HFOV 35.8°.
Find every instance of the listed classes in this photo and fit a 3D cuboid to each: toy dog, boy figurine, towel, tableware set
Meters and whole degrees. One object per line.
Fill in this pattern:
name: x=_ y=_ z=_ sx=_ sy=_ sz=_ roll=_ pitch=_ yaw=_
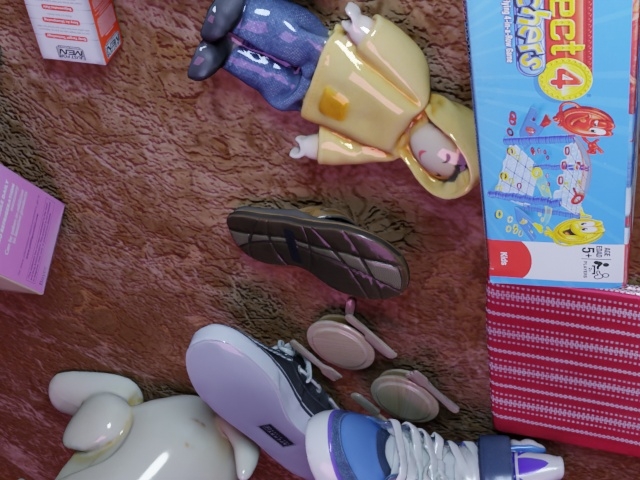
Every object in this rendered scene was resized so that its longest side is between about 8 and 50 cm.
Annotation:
toy dog: x=-0.271 y=0.423 z=1.348 sx=0.396 sy=0.407 sz=0.284 roll=-4 pitch=132 yaw=27
boy figurine: x=0.026 y=-0.124 z=0.894 sx=0.285 sy=0.092 sz=0.177 roll=30 pitch=135 yaw=-4
towel: x=0.285 y=0.140 z=1.101 sx=0.199 sy=0.031 sz=0.274 roll=7 pitch=134 yaw=19
tableware set: x=0.069 y=0.149 z=1.197 sx=0.194 sy=0.039 sz=0.128 roll=42 pitch=140 yaw=-16

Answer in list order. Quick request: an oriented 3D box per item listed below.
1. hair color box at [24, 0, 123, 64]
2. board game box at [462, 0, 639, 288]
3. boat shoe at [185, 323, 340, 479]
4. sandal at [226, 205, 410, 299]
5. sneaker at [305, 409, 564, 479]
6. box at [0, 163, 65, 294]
hair color box: x=-0.238 y=-0.236 z=0.924 sx=0.072 sy=0.043 sz=0.141 roll=9 pitch=135 yaw=14
board game box: x=0.159 y=-0.183 z=0.612 sx=0.086 sy=0.308 sz=0.301 roll=4 pitch=136 yaw=18
boat shoe: x=-0.054 y=0.181 z=1.234 sx=0.113 sy=0.104 sz=0.306 roll=-18 pitch=131 yaw=31
sandal: x=0.000 y=0.000 z=1.063 sx=0.219 sy=0.060 sz=0.090 roll=13 pitch=133 yaw=32
sneaker: x=0.158 y=0.264 z=1.172 sx=0.236 sy=0.130 sz=0.323 roll=-23 pitch=134 yaw=25
box: x=-0.446 y=-0.033 z=1.095 sx=0.214 sy=0.117 sz=0.243 roll=5 pitch=165 yaw=19
